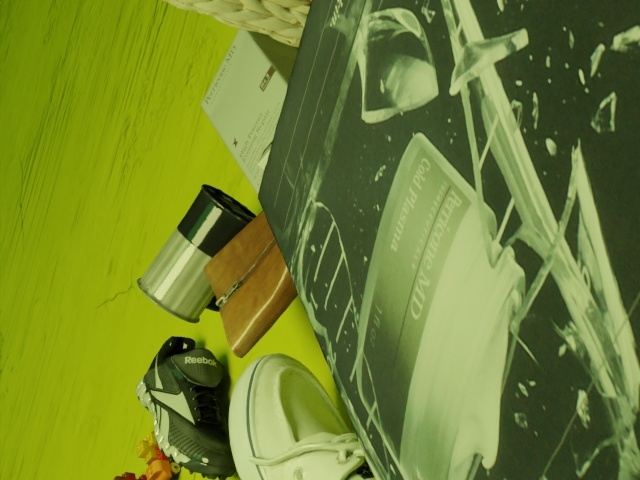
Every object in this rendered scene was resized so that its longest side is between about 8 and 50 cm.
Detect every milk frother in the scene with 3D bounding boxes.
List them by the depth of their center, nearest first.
[{"bbox_3d":[-0.107,0.035,1.450,0.134,0.129,0.143,-55,28,9],"label":"milk frother"}]

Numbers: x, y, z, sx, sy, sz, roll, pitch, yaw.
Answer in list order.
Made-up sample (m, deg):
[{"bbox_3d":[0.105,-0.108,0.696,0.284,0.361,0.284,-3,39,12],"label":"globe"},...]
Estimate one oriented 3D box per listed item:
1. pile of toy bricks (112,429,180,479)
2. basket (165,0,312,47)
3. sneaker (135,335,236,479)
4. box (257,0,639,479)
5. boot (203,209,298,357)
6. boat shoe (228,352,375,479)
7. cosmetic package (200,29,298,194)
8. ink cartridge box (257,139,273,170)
[{"bbox_3d":[-0.218,0.320,1.524,0.118,0.105,0.212,-52,37,32],"label":"pile of toy bricks"},{"bbox_3d":[-0.067,-0.389,1.400,0.266,0.331,0.328,-63,33,21],"label":"basket"},{"bbox_3d":[-0.145,0.179,1.500,0.234,0.078,0.106,45,117,57],"label":"sneaker"},{"bbox_3d":[0.202,-0.065,0.756,0.471,0.297,0.480,-116,34,-46],"label":"box"},{"bbox_3d":[0.000,0.000,1.262,0.280,0.096,0.264,-46,37,11],"label":"boot"},{"bbox_3d":[0.029,0.223,1.153,0.156,0.136,0.367,-51,41,33],"label":"boat shoe"},{"bbox_3d":[-0.049,-0.139,1.489,0.117,0.085,0.231,-61,35,19],"label":"cosmetic package"},{"bbox_3d":[-0.015,-0.116,1.333,0.115,0.029,0.063,-48,9,17],"label":"ink cartridge box"}]
